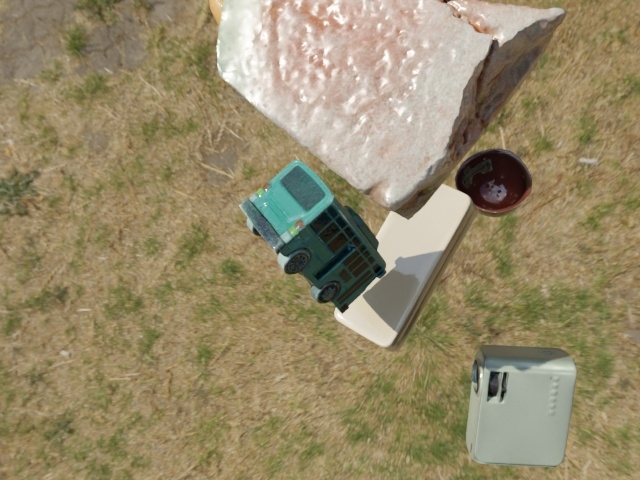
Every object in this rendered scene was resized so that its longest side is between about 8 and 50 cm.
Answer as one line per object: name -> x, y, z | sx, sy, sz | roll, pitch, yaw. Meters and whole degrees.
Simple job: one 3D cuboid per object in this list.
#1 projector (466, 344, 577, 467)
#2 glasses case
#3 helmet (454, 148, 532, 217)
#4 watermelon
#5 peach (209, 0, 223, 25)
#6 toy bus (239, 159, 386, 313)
projector -> 0.430, 0.359, 1.466 | 0.198, 0.108, 0.251 | 2, 105, 0
glasses case -> 0.168, 0.043, 1.322 | 0.144, 0.076, 0.337 | 29, 85, 26
helmet -> 0.393, -0.108, 1.494 | 0.155, 0.106, 0.175 | -45, 52, -8
watermelon -> 0.073, -0.138, 0.586 | 0.193, 0.310, 0.232 | -54, 40, 8
peach -> -0.085, -0.382, 1.069 | 0.184, 0.184, 0.184 | -1, 82, 8
toy bus -> 0.000, 0.000, 1.075 | 0.147, 0.256, 0.128 | -42, 53, 1
